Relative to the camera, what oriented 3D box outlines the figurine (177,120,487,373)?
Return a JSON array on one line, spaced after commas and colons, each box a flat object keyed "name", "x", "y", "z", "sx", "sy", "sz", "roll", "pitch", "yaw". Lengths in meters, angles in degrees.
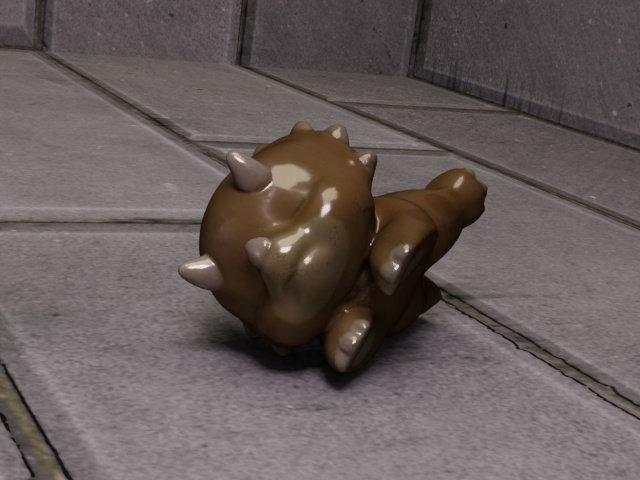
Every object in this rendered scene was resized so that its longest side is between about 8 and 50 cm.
[{"name": "figurine", "x": 0.000, "y": -0.002, "z": 0.958, "sx": 0.173, "sy": 0.177, "sz": 0.247, "roll": 31, "pitch": 32, "yaw": 15}]
